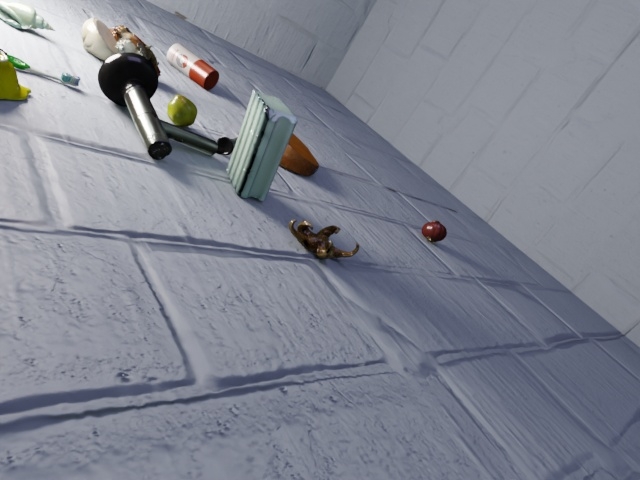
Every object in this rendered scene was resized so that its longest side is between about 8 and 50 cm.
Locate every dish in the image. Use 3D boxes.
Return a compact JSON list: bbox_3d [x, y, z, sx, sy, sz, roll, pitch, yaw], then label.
[{"bbox_3d":[-0.711,-0.366,0.968,0.149,0.080,0.208,44,26,23],"label":"dish"}]

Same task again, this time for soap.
[{"bbox_3d":[-0.163,-0.247,1.236,0.094,0.261,0.150,7,34,-31],"label":"soap"}]

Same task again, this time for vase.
[{"bbox_3d":[-0.270,-0.308,1.475,0.059,0.059,0.167,35,22,4],"label":"vase"}]

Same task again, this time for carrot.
[{"bbox_3d":[-0.138,-0.349,1.719,0.307,0.100,0.258,43,21,4],"label":"carrot"}]

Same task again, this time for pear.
[{"bbox_3d":[-0.425,-0.398,1.411,0.092,0.096,0.092,-1,34,1],"label":"pear"}]

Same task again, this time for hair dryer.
[{"bbox_3d":[-0.434,-0.319,1.280,0.320,0.156,0.284,57,9,20],"label":"hair dryer"}]

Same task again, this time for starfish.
[{"bbox_3d":[0.000,-0.001,1.176,0.190,0.074,0.146,13,28,-41],"label":"starfish"}]

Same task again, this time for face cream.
[{"bbox_3d":[-0.537,-0.732,1.947,0.214,0.095,0.096,37,22,10],"label":"face cream"}]

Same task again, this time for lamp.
[{"bbox_3d":[0.457,-0.036,1.858,0.101,0.089,0.101,18,-11,4],"label":"lamp"}]

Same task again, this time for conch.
[{"bbox_3d":[-0.892,-0.663,1.382,0.180,0.088,0.065,17,-17,-20],"label":"conch"}]

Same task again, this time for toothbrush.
[{"bbox_3d":[-0.756,-0.438,1.134,0.304,0.030,0.030,8,33,-42],"label":"toothbrush"}]

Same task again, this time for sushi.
[{"bbox_3d":[-0.613,-0.625,1.570,0.097,0.102,0.226,10,-16,22],"label":"sushi"}]

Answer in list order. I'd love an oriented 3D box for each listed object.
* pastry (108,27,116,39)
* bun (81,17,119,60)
[{"bbox_3d":[-0.767,-0.760,1.749,0.170,0.063,0.087,6,25,-39],"label":"pastry"},{"bbox_3d":[-0.737,-0.652,1.524,0.138,0.094,0.138,62,6,-12],"label":"bun"}]
